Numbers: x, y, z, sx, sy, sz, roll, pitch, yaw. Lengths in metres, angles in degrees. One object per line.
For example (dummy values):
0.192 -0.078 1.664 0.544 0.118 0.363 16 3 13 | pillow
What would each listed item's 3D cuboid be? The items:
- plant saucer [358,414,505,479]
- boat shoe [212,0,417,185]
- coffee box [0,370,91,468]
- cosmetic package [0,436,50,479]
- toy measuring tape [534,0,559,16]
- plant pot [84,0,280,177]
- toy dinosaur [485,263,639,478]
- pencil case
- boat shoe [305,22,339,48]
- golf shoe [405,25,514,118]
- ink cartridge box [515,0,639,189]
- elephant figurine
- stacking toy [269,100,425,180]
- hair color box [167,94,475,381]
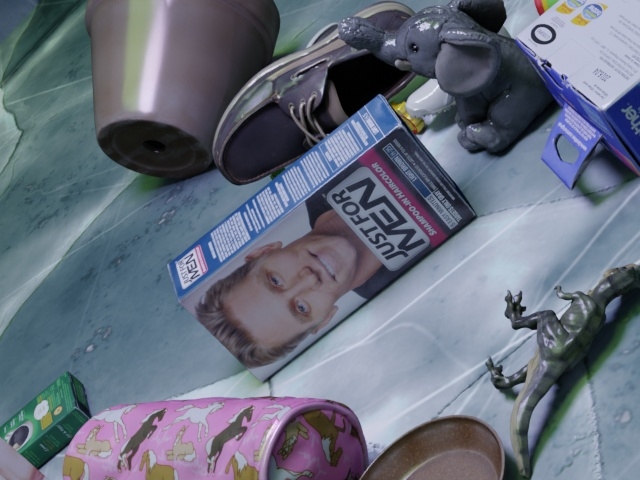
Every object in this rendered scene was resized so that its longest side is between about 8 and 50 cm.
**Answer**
0.110 0.265 1.533 0.199 0.036 0.198 -31 30 20 | plant saucer
-0.002 -0.200 2.118 0.355 0.132 0.130 -40 25 6 | boat shoe
-0.410 0.278 2.166 0.184 0.040 0.113 -40 28 3 | coffee box
-0.490 0.305 1.960 0.153 0.296 0.129 -21 34 32 | cosmetic package
0.355 -0.354 1.952 0.121 0.121 0.330 -14 30 42 | toy measuring tape
-0.247 -0.267 2.482 0.323 0.323 0.280 -15 54 41 | plant pot
0.230 0.113 1.572 0.118 0.064 0.268 11 62 49 | toy dinosaur
-0.122 0.259 1.710 0.386 0.160 0.167 -10 80 44 | pencil case
0.004 -0.239 2.326 0.069 0.081 0.227 2 58 49 | boat shoe
0.181 -0.236 2.061 0.176 0.086 0.069 -33 32 -2 | golf shoe
0.401 -0.228 1.728 0.395 0.151 0.270 -38 28 5 | ink cartridge box
0.178 -0.236 1.925 0.186 0.239 0.169 -46 28 -7 | elephant figurine
0.033 -0.129 2.168 0.167 0.052 0.221 -48 27 -14 | stacking toy
0.000 0.000 1.893 0.347 0.174 0.105 -38 30 8 | hair color box
